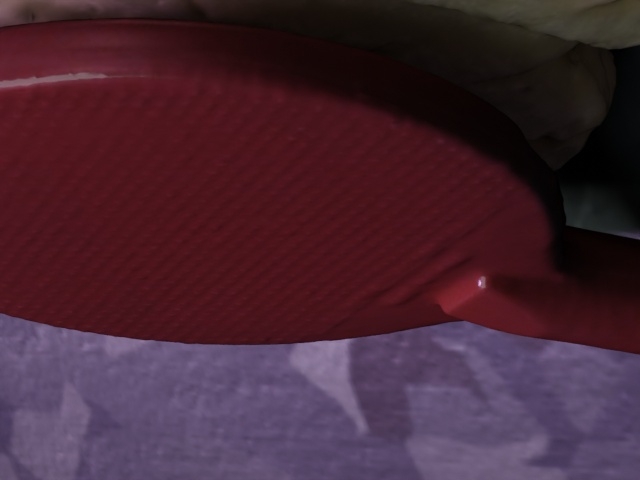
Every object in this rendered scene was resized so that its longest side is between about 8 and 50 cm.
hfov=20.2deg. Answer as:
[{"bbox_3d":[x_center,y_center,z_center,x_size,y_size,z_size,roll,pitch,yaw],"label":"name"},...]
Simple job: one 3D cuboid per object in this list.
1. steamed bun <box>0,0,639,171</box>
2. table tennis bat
[{"bbox_3d":[-0.038,-0.095,0.561,0.292,0.295,0.137,-16,66,19],"label":"steamed bun"},{"bbox_3d":[0.000,0.000,0.563,0.310,0.038,0.200,10,156,-24],"label":"table tennis bat"}]
